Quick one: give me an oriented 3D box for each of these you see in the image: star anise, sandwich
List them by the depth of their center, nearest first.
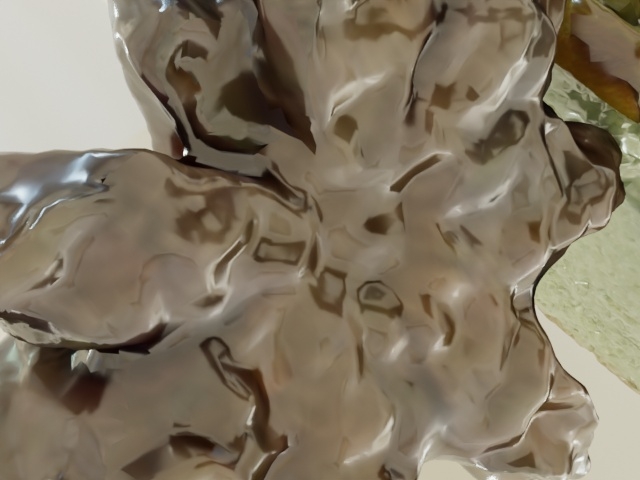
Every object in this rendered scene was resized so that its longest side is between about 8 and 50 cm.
[{"bbox_3d":[-0.011,-0.011,0.481,0.315,0.315,0.108,-36,-147,-23],"label":"star anise"},{"bbox_3d":[0.160,-0.008,0.648,0.288,0.254,0.099,41,-109,10],"label":"sandwich"}]
